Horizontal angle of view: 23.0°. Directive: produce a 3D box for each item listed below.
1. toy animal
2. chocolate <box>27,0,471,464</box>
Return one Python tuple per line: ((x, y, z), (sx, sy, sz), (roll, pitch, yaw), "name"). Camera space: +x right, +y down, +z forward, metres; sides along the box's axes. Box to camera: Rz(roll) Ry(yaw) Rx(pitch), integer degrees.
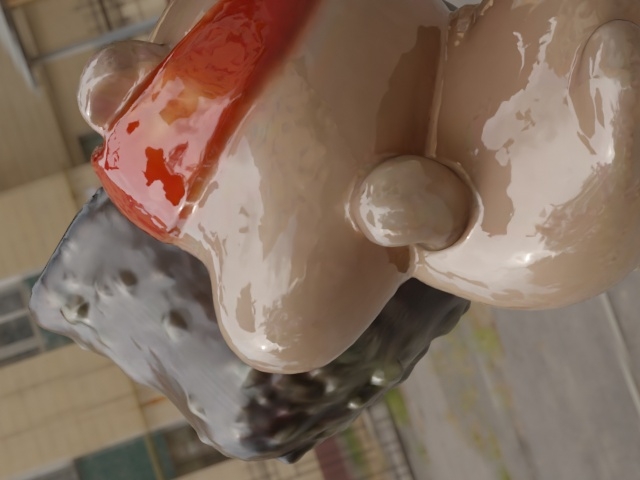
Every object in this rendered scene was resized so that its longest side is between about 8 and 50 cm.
((0.021, -0.039, 0.541), (0.171, 0.197, 0.171), (3, -90, -77), "toy animal")
((0.000, 0.000, 1.023), (0.210, 0.340, 0.225), (45, -174, 16), "chocolate")
